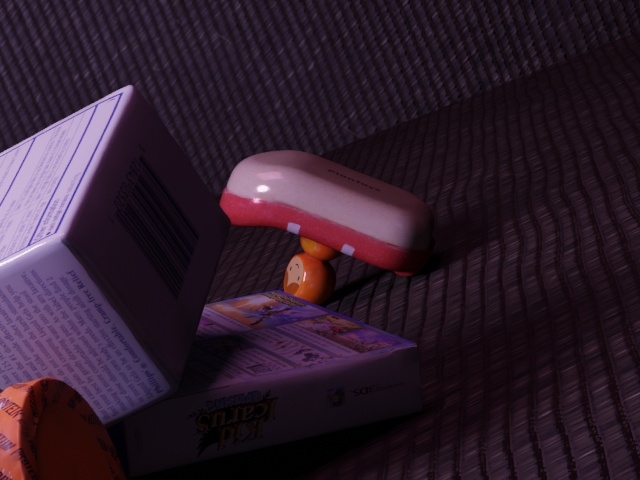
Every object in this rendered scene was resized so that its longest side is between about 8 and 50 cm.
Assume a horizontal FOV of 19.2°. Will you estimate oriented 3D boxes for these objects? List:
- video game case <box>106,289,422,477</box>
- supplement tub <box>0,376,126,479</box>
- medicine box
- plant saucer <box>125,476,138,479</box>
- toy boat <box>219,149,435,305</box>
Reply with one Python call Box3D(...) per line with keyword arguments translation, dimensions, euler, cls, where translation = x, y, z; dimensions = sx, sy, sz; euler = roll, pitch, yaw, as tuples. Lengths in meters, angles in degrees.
Box3D(translation=(-0.087, 0.110, 1.521), dimensions=(0.244, 0.061, 0.269), euler=(-12, 12, -23), cls="video game case")
Box3D(translation=(-0.296, 0.211, 1.265), dimensions=(0.316, 0.194, 0.193), euler=(-19, 9, 16), cls="supplement tub")
Box3D(translation=(-0.240, 0.050, 1.434), dimensions=(0.289, 0.149, 0.263), euler=(-27, 22, 18), cls="medicine box")
Box3D(translation=(-0.311, 0.234, 1.526), dimensions=(0.332, 0.084, 0.332), euler=(-21, 9, 4), cls="plant saucer")
Box3D(translation=(0.000, 0.000, 2.014), dimensions=(0.231, 0.151, 0.151), euler=(22, 14, 3), cls="toy boat")
